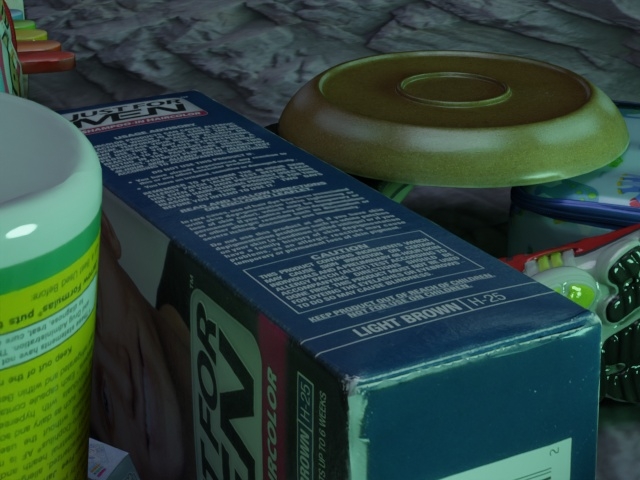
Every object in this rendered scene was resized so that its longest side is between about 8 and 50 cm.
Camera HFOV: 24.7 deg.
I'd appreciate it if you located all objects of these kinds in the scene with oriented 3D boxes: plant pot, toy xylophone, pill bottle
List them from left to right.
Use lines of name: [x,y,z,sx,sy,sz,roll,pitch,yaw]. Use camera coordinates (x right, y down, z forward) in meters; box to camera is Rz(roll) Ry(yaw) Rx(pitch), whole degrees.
pill bottle: [-0.140,0.060,0.517,0.118,0.208,0.117,6,28,-3]
toy xylophone: [-0.362,-0.160,1.360,0.236,0.081,0.322,-8,22,-17]
plant pot: [0.089,-0.090,0.981,0.236,0.032,0.236,1,22,0]

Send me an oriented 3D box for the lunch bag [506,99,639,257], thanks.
lunch bag: [0.228,-0.023,0.981,0.176,0.090,0.219,11,24,21]

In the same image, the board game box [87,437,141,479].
board game box: [-0.105,0.113,0.620,0.090,0.090,0.020,15,48,34]

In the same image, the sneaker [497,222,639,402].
sneaker: [0.128,0.036,0.810,0.279,0.107,0.118,-11,17,-27]

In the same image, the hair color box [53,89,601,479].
hair color box: [-0.025,0.060,0.642,0.105,0.173,0.347,-12,23,-25]

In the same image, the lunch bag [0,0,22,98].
lunch bag: [-0.279,-0.024,0.729,0.258,0.293,0.120,-5,-19,-8]

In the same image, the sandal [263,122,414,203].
sandal: [-0.002,0.001,0.935,0.120,0.086,0.302,6,32,10]
